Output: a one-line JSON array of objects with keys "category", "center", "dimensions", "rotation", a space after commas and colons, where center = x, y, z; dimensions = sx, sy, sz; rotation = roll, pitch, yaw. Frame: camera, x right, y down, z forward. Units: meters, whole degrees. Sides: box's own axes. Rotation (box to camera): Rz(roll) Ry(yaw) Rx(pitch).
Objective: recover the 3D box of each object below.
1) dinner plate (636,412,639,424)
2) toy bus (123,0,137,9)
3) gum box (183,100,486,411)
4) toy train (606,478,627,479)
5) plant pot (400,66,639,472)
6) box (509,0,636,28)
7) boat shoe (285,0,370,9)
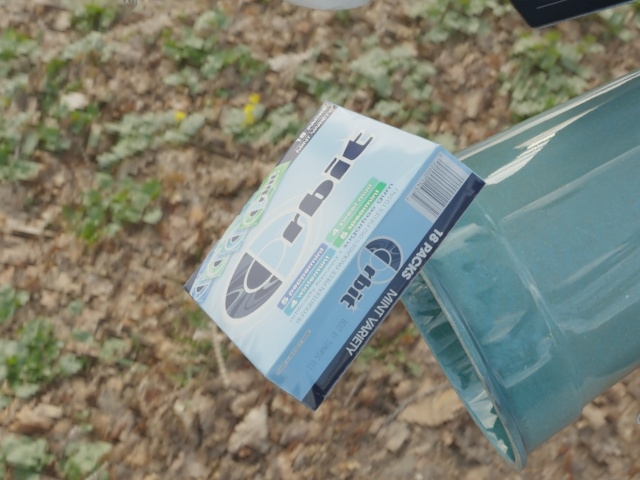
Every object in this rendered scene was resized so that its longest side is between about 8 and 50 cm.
[{"category": "dinner plate", "center": [0.367, 0.143, 1.300], "dimensions": [0.141, 0.141, 0.017], "rotation": [-32, 88, -37]}, {"category": "toy bus", "center": [-0.238, -0.298, 1.095], "dimensions": [0.104, 0.191, 0.202], "rotation": [-19, 48, -16]}, {"category": "gum box", "center": [0.000, 0.000, 0.807], "dimensions": [0.041, 0.157, 0.184], "rotation": [37, -1, -23]}, {"category": "toy train", "center": [0.171, 0.213, 0.785], "dimensions": [0.027, 0.158, 0.036], "rotation": [-2, 21, 0]}, {"category": "plant pot", "center": [0.257, 0.007, 1.391], "dimensions": [0.334, 0.341, 0.341], "rotation": [-30, 63, -2]}, {"category": "box", "center": [0.210, -0.443, 1.243], "dimensions": [0.395, 0.212, 0.293], "rotation": [41, 51, -39]}, {"category": "boat shoe", "center": [0.035, -0.354, 1.371], "dimensions": [0.127, 0.158, 0.340], "rotation": [17, 31, 8]}]
